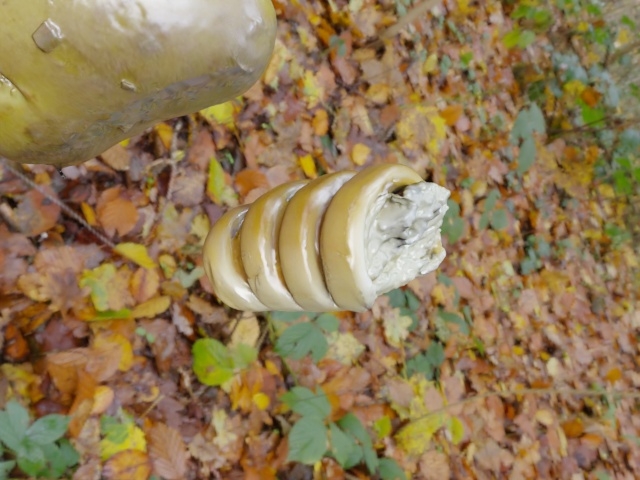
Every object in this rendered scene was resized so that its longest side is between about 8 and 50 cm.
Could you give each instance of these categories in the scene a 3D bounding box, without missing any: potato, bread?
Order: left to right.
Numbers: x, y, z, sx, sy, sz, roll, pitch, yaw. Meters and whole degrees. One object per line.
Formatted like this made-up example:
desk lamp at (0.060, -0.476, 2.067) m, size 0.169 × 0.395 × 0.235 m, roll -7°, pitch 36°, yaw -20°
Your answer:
potato at (-0.114, -0.111, 0.364) m, size 0.137 × 0.176 × 0.137 m, roll 160°, pitch -90°, yaw -85°
bread at (0.000, 0.000, 0.468) m, size 0.119 × 0.177 × 0.084 m, roll -31°, pitch 109°, yaw -52°
